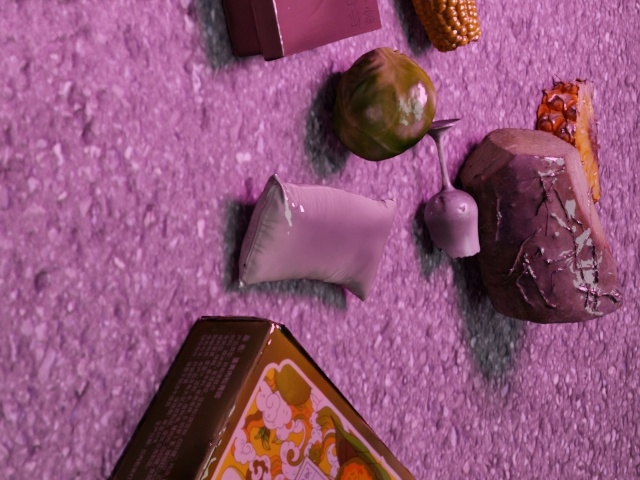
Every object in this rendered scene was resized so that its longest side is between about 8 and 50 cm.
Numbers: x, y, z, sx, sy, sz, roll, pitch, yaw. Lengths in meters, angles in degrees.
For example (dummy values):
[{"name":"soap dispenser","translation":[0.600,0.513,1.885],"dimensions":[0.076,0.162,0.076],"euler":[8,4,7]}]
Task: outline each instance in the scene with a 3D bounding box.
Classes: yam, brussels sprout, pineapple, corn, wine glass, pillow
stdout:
[{"name":"yam","translation":[0.318,-0.026,1.929],"dimensions":[0.201,0.202,0.271],"euler":[-14,108,-14]},{"name":"brussels sprout","translation":[0.081,-0.179,1.683],"dimensions":[0.117,0.155,0.155],"euler":[12,80,-49]},{"name":"pineapple","translation":[0.405,-0.169,2.135],"dimensions":[0.135,0.079,0.233],"euler":[15,72,-58]},{"name":"corn","translation":[0.149,-0.415,1.803],"dimensions":[0.101,0.101,0.310],"euler":[-38,121,-44]},{"name":"wine glass","translation":[0.182,-0.073,1.851],"dimensions":[0.079,0.079,0.196],"euler":[-22,105,-49]},{"name":"pillow","translation":[0.000,0.001,1.630],"dimensions":[0.254,0.078,0.144],"euler":[9,93,-50]}]

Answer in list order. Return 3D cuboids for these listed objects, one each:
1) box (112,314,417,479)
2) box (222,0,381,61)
[{"name":"box","translation":[-0.080,0.355,1.479],"dimensions":[0.373,0.138,0.420],"euler":[52,51,-37]},{"name":"box","translation":[-0.032,-0.343,1.586],"dimensions":[0.215,0.086,0.215],"euler":[-26,110,-48]}]
